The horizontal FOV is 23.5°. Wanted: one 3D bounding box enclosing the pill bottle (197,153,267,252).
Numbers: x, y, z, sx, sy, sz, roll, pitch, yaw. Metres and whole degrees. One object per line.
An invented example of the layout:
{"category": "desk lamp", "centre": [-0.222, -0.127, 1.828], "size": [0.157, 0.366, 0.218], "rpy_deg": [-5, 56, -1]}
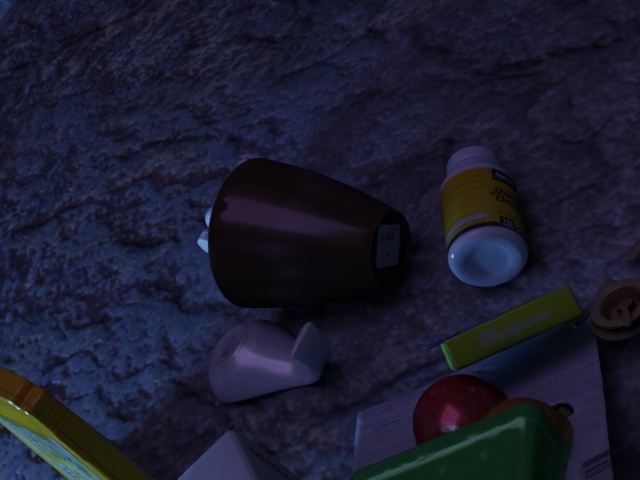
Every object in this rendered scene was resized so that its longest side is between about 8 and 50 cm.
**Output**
{"category": "pill bottle", "centre": [-0.123, -0.048, 2.378], "size": [0.087, 0.087, 0.160], "rpy_deg": [9, 63, 51]}

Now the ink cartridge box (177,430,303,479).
{"category": "ink cartridge box", "centre": [-0.044, 0.374, 1.777], "size": [0.114, 0.197, 0.273], "rpy_deg": [-43, 34, 7]}

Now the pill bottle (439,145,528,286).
{"category": "pill bottle", "centre": [0.208, -0.036, 1.995], "size": [0.103, 0.103, 0.184], "rpy_deg": [-30, 38, 24]}

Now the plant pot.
{"category": "plant pot", "centre": [0.000, 0.000, 2.120], "size": [0.230, 0.215, 0.215], "rpy_deg": [6, 60, 34]}

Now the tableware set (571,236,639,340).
{"category": "tableware set", "centre": [0.378, 0.035, 1.770], "size": [0.194, 0.039, 0.128], "rpy_deg": [-48, 33, -19]}

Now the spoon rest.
{"category": "spoon rest", "centre": [-0.070, 0.165, 2.136], "size": [0.276, 0.084, 0.137], "rpy_deg": [-11, 45, 59]}

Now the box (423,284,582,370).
{"category": "box", "centre": [0.210, 0.107, 1.793], "size": [0.178, 0.042, 0.109], "rpy_deg": [-24, -5, 0]}

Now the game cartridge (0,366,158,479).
{"category": "game cartridge", "centre": [-0.359, 0.272, 2.107], "size": [0.285, 0.324, 0.052], "rpy_deg": [11, 63, 52]}

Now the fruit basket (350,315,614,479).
{"category": "fruit basket", "centre": [0.178, 0.246, 1.738], "size": [0.327, 0.165, 0.353], "rpy_deg": [-25, 18, 17]}
